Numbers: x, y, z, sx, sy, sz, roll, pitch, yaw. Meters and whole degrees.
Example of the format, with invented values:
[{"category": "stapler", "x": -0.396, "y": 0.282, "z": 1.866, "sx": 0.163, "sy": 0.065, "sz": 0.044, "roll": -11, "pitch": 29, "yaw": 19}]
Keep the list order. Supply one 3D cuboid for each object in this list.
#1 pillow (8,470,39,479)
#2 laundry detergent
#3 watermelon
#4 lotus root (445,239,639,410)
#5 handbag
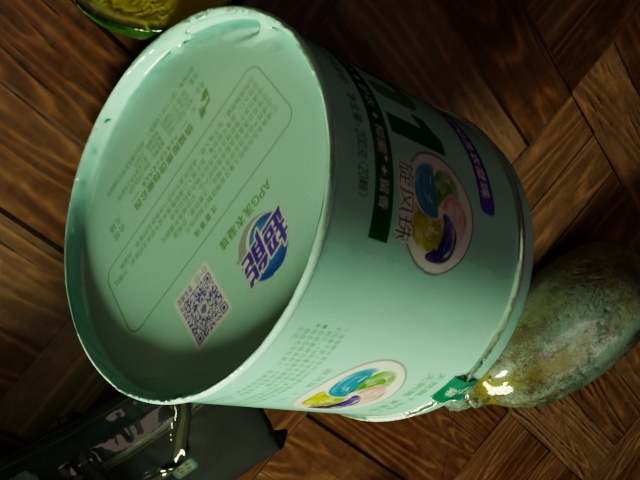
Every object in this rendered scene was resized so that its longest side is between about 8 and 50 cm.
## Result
[{"category": "pillow", "x": -0.292, "y": 0.365, "z": 0.724, "sx": 0.283, "sy": 0.138, "sz": 0.310, "roll": -43, "pitch": 146, "yaw": -23}, {"category": "laundry detergent", "x": 0.000, "y": 0.000, "z": 0.701, "sx": 0.305, "sy": 0.287, "sz": 0.287, "roll": 16, "pitch": 103, "yaw": -46}, {"category": "watermelon", "x": -0.093, "y": -0.212, "z": 0.672, "sx": 0.181, "sy": 0.075, "sz": 0.092, "roll": -43, "pitch": 128, "yaw": -8}, {"category": "lotus root", "x": 0.300, "y": 0.128, "z": 1.100, "sx": 0.322, "sy": 0.140, "sz": 0.158, "roll": -36, "pitch": 130, "yaw": -13}, {"category": "handbag", "x": -0.165, "y": 0.205, "z": 0.830, "sx": 0.254, "sy": 0.088, "sz": 0.211, "roll": -32, "pitch": 137, "yaw": -12}]
